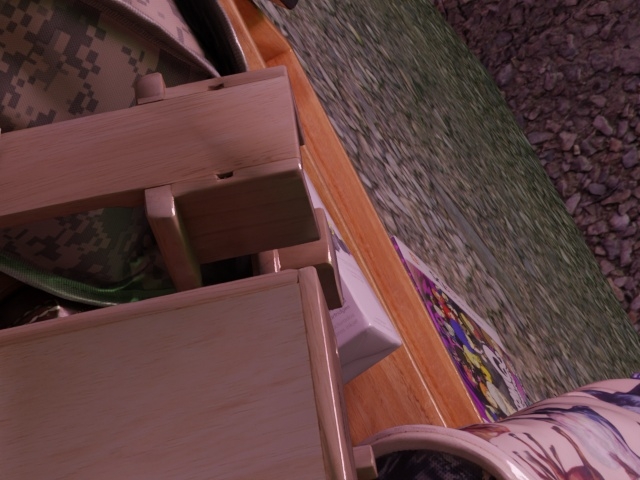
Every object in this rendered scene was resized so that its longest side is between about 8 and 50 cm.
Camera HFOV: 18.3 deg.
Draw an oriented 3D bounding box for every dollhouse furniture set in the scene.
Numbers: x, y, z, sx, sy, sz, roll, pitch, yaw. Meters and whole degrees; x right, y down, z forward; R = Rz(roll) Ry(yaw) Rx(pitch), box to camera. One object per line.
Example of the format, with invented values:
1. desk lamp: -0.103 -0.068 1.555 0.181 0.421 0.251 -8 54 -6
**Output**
1. dollhouse furniture set: -0.050 0.158 0.857 0.355 0.173 0.303 74 6 -51

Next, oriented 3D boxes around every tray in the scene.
1. tray: 0.000 0.000 1.461 0.411 0.076 0.203 64 9 21

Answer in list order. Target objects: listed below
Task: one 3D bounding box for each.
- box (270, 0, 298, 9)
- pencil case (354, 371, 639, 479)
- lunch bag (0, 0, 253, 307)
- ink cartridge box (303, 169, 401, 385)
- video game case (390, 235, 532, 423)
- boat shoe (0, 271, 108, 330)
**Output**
1. box: -0.164 -0.287 1.449 0.232 0.058 0.322 25 -4 30
2. pencil case: 0.146 0.175 1.247 0.410 0.183 0.160 -2 68 -63
3. lunch bag: -0.143 -0.109 0.921 0.287 0.169 0.235 26 26 -43
4. ink cartridge box: -0.040 0.015 1.258 0.181 0.104 0.061 60 12 25
5. video game case: 0.141 0.130 1.823 0.210 0.042 0.232 42 18 -45
6. boat shoe: -0.096 0.060 0.991 0.073 0.073 0.207 48 18 22
